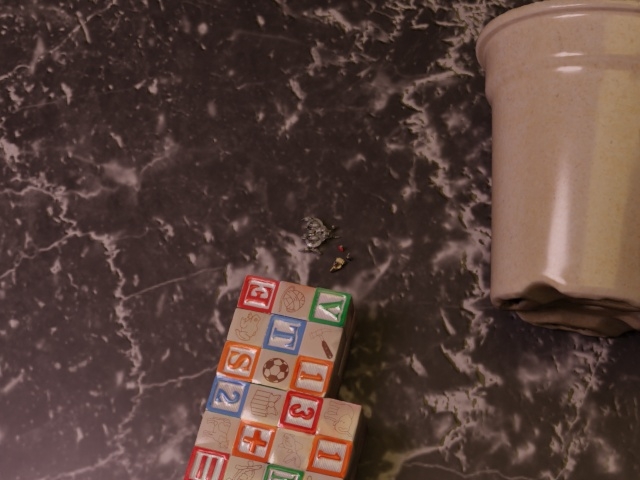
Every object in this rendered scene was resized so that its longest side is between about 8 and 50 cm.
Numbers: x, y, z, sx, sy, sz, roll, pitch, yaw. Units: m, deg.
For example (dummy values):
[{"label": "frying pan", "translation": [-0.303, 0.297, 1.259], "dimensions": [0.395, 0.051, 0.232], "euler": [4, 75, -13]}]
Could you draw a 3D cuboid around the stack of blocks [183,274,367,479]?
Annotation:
[{"label": "stack of blocks", "translation": [-0.037, 0.201, 1.475], "dimensions": [0.171, 0.087, 0.297], "euler": [10, 66, 11]}]

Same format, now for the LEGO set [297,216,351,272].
[{"label": "LEGO set", "translation": [0.003, -0.001, 1.602], "dimensions": [0.083, 0.023, 0.054], "euler": [32, 72, 19]}]

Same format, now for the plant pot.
[{"label": "plant pot", "translation": [0.318, -0.060, 1.458], "dimensions": [0.334, 0.334, 0.305], "euler": [7, 77, 10]}]
